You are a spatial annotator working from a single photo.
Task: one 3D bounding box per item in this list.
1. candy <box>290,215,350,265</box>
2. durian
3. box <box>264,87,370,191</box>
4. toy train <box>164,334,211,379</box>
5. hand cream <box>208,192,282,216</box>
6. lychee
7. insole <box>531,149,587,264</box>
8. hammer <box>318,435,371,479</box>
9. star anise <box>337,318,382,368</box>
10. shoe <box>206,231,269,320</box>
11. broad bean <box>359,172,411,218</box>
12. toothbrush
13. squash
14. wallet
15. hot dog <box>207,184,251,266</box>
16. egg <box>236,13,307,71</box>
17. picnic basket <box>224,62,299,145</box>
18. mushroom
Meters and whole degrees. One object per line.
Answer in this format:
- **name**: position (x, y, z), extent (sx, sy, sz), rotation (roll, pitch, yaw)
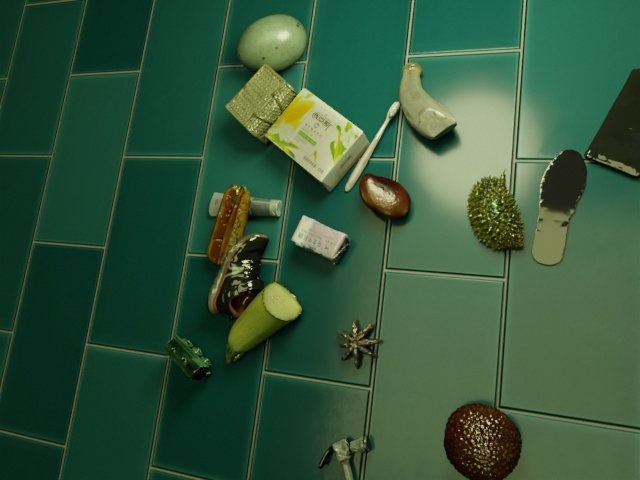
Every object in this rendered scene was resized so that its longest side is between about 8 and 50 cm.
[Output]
- **candy**: position (0.000, 0.000, 1.638), extent (0.160, 0.073, 0.092), rotation (25, 83, 23)
- **durian**: position (0.461, -0.082, 1.484), extent (0.137, 0.095, 0.221), rotation (-14, 67, 15)
- **box**: position (-0.010, -0.307, 1.691), extent (0.260, 0.111, 0.194), rotation (40, 92, 25)
- **toy train**: position (-0.404, 0.355, 1.681), extent (0.170, 0.111, 0.071), rotation (38, 87, 23)
- **hand cream**: position (-0.244, -0.109, 1.764), extent (0.255, 0.048, 0.080), rotation (5, 75, 24)
- **lychee**: position (0.387, 0.492, 1.339), extent (0.194, 0.194, 0.195), rotation (-4, 77, 19)
- **insole**: position (0.630, -0.091, 1.470), extent (0.109, 0.007, 0.323), rotation (12, 83, 23)
- **hammer**: position (0.112, 0.739, 1.448), extent (0.152, 0.044, 0.427), rotation (-21, 72, 15)
- **star anise**: position (0.105, 0.286, 1.553), extent (0.140, 0.042, 0.141), rotation (-4, 78, 17)
- **shoe**: position (-0.229, 0.113, 1.669), extent (0.137, 0.114, 0.291), rotation (28, 91, 28)
- **broad bean**: position (0.184, -0.126, 1.596), extent (0.165, 0.084, 0.114), rotation (25, 82, 17)
- **toothbrush**: position (0.154, -0.279, 1.656), extent (0.025, 0.029, 0.307), rotation (30, 96, -1)
- **squash**: position (-0.200, 0.251, 1.623), extent (0.287, 0.137, 0.137), rotation (-40, 68, 8)
- **wallet**: position (0.821, -0.310, 1.441), extent (0.146, 0.030, 0.286), rotation (29, 87, 26)
- **hot dog**: position (-0.277, -0.042, 1.712), extent (0.115, 0.072, 0.269), rotation (37, 112, 43)
- **egg**: position (-0.157, -0.629, 1.782), extent (0.236, 0.169, 0.169), rotation (-12, 74, 14)
- **picnic basket**: position (-0.166, -0.424, 1.760), extent (0.196, 0.134, 0.154), rotation (-45, 64, 5)
- **mushroom**: position (0.290, -0.402, 1.613), extent (0.118, 0.103, 0.270), rotation (-31, 64, 11)
